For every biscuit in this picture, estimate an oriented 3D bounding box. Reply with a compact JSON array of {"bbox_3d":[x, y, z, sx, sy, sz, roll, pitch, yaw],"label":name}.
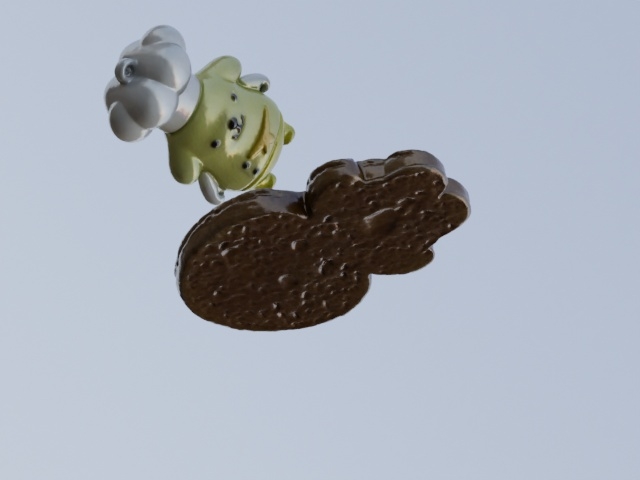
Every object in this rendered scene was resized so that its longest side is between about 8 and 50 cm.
[{"bbox_3d":[0.000,0.000,1.100,0.175,0.026,0.124,-25,-39,18],"label":"biscuit"}]

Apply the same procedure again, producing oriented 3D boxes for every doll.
[{"bbox_3d":[-0.088,-0.091,1.405,0.162,0.106,0.062,29,-14,-39],"label":"doll"}]
